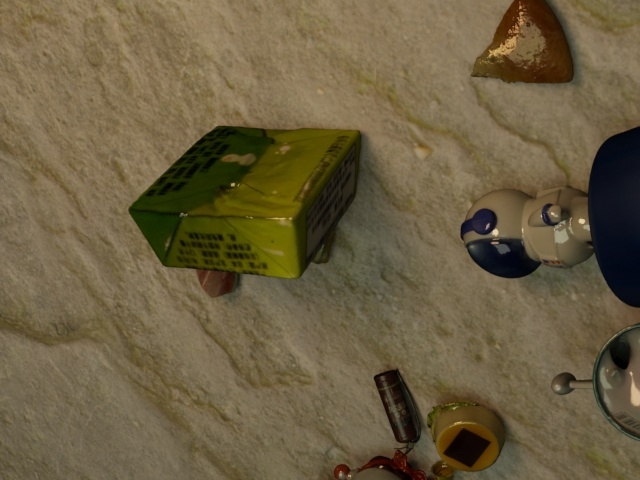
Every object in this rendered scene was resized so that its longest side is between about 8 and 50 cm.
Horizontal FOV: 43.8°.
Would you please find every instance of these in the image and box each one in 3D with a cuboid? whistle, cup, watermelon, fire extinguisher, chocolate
[{"bbox_3d":[0.225,0.470,1.500,0.057,0.046,0.109,1,116,9],"label":"whistle"},{"bbox_3d":[0.498,0.201,1.179,0.300,0.173,0.167,-9,84,28],"label":"cup"},{"bbox_3d":[-0.208,0.064,1.526,0.092,0.072,0.084,14,97,24],"label":"watermelon"},{"bbox_3d":[0.144,0.317,1.464,0.064,0.043,0.158,-21,93,-16],"label":"fire extinguisher"},{"bbox_3d":[-0.105,-0.070,1.300,0.289,0.301,0.137,4,125,24],"label":"chocolate"}]

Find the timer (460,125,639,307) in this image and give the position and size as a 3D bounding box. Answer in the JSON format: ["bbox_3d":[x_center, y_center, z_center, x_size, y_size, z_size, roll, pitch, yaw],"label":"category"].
[{"bbox_3d":[0.380,-0.020,1.146,0.383,0.270,0.270,-8,106,43],"label":"timer"}]

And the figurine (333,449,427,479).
[{"bbox_3d":[0.100,0.489,1.515,0.183,0.160,0.226,46,108,13],"label":"figurine"}]

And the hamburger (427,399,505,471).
[{"bbox_3d":[0.257,0.341,1.412,0.141,0.081,0.126,13,117,6],"label":"hamburger"}]

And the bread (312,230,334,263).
[{"bbox_3d":[0.000,0.000,1.424,0.049,0.034,0.088,23,114,31],"label":"bread"}]

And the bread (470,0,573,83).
[{"bbox_3d":[0.311,-0.272,1.166,0.136,0.054,0.154,35,123,5],"label":"bread"}]
